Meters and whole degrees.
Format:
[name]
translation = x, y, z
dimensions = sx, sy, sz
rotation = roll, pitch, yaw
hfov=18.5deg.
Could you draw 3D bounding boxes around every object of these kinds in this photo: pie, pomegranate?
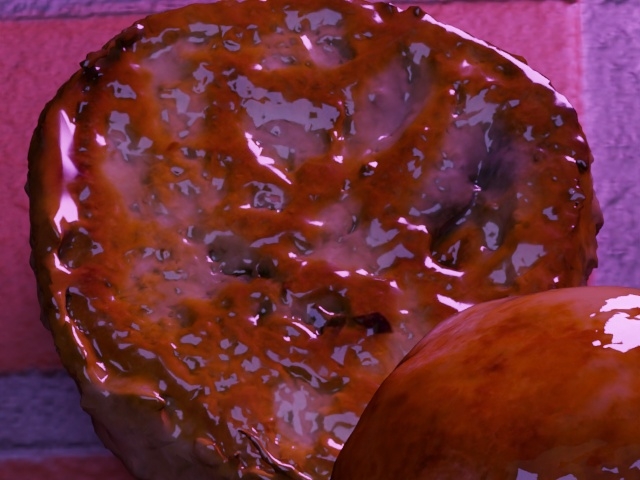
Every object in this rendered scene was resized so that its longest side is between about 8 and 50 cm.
[pie]
translation = 0.000, 0.000, 0.995
dimensions = 0.315, 0.092, 0.315
rotation = 0, 57, 1
[pomegranate]
translation = 0.119, 0.135, 0.802
dimensions = 0.248, 0.248, 0.248
rotation = -3, 57, 5
